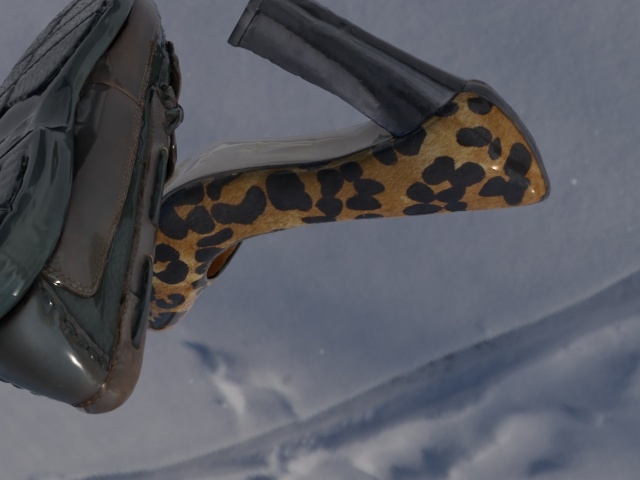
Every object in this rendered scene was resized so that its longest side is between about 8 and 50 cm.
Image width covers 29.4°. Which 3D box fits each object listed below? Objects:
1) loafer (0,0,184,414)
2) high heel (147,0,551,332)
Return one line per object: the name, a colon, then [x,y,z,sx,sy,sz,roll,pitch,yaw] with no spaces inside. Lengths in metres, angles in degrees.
loafer: [-0.104,-0.028,0.533,0.096,0.267,0.084,-35,117,24]
high heel: [0.000,0.000,0.693,0.186,0.093,0.261,30,127,-1]
